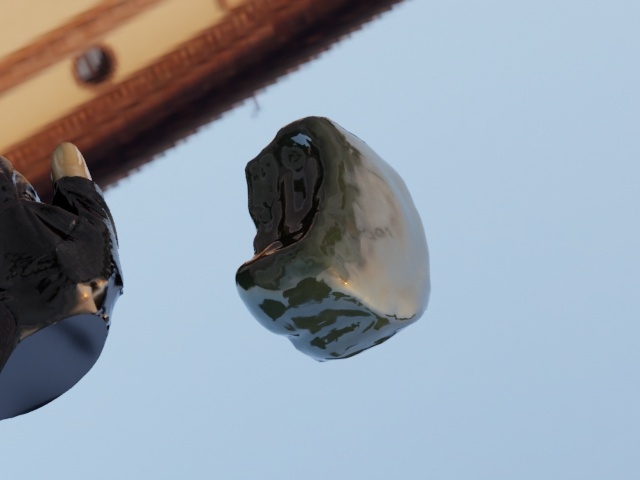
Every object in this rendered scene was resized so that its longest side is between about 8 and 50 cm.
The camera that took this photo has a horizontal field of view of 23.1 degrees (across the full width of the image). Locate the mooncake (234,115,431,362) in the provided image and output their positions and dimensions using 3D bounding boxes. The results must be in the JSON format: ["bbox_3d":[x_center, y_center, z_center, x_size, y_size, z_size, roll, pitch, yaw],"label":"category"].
[{"bbox_3d":[0.000,0.000,1.126,0.104,0.168,0.175,-25,-173,27],"label":"mooncake"}]

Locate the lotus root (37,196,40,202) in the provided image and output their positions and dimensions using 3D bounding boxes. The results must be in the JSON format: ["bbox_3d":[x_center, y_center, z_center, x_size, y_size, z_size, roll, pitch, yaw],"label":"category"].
[{"bbox_3d":[-0.321,0.035,1.362,0.183,0.203,0.078,-14,-147,-11],"label":"lotus root"}]

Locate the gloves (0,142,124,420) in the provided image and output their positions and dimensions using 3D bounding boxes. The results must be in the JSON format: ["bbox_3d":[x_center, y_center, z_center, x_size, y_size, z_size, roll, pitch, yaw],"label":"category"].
[{"bbox_3d":[-0.217,0.013,1.133,0.164,0.124,0.203,-46,-128,9],"label":"gloves"}]
